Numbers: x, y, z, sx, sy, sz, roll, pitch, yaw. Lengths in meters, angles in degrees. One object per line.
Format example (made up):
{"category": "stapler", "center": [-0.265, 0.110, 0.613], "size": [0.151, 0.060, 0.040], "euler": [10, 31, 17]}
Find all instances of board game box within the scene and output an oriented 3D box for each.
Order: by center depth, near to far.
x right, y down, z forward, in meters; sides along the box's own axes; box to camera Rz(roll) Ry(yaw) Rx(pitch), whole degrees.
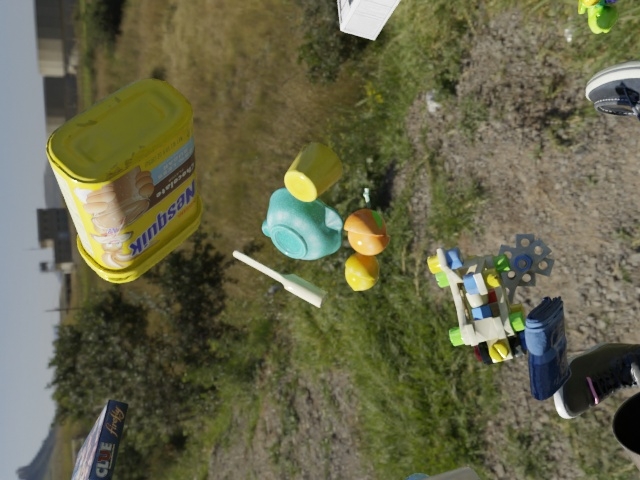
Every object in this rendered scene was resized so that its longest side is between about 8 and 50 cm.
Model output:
{"category": "board game box", "center": [-0.451, 0.449, 1.224], "size": [0.243, 0.042, 0.165], "euler": [-54, 26, 36]}

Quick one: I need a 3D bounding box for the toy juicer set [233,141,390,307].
{"category": "toy juicer set", "center": [0.000, 0.000, 0.968], "size": [0.209, 0.089, 0.329], "euler": [39, 145, -1]}

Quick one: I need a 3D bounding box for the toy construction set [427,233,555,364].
{"category": "toy construction set", "center": [0.306, 0.094, 1.079], "size": [0.151, 0.328, 0.215], "euler": [-22, 85, 38]}

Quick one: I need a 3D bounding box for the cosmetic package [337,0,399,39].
{"category": "cosmetic package", "center": [0.062, -0.412, 0.875], "size": [0.099, 0.060, 0.239], "euler": [133, 140, -53]}

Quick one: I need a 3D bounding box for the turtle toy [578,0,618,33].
{"category": "turtle toy", "center": [0.438, -0.390, 0.961], "size": [0.095, 0.066, 0.130], "euler": [-68, -19, -61]}

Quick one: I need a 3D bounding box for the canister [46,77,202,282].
{"category": "canister", "center": [-0.167, -0.048, 0.552], "size": [0.073, 0.126, 0.170], "euler": [41, 153, 13]}

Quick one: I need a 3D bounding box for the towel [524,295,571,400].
{"category": "towel", "center": [0.274, 0.131, 0.744], "size": [0.029, 0.067, 0.119], "euler": [14, 125, 44]}

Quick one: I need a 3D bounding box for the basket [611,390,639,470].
{"category": "basket", "center": [0.510, 0.304, 0.772], "size": [0.204, 0.154, 0.227], "euler": [-20, 108, 30]}

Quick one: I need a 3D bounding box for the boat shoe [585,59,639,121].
{"category": "boat shoe", "center": [0.609, -0.192, 0.978], "size": [0.500, 0.187, 0.156], "euler": [-140, 59, -62]}

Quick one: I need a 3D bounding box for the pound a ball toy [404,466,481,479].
{"category": "pound a ball toy", "center": [0.048, 0.409, 0.799], "size": [0.208, 0.319, 0.136], "euler": [104, 151, -41]}

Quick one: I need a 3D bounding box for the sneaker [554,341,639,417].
{"category": "sneaker", "center": [0.600, 0.277, 1.264], "size": [0.147, 0.296, 0.104], "euler": [-17, 91, 51]}
